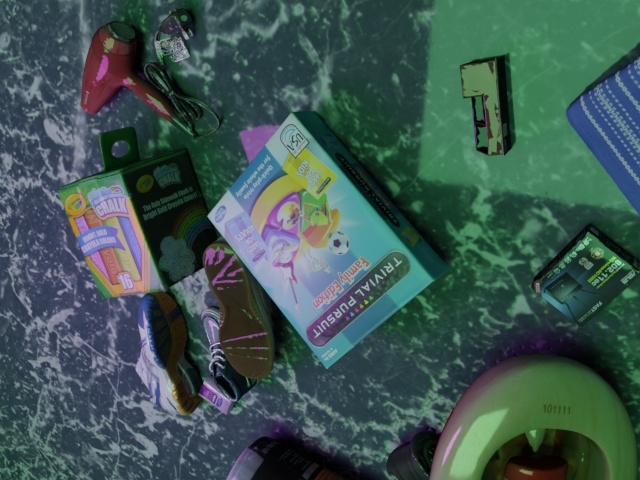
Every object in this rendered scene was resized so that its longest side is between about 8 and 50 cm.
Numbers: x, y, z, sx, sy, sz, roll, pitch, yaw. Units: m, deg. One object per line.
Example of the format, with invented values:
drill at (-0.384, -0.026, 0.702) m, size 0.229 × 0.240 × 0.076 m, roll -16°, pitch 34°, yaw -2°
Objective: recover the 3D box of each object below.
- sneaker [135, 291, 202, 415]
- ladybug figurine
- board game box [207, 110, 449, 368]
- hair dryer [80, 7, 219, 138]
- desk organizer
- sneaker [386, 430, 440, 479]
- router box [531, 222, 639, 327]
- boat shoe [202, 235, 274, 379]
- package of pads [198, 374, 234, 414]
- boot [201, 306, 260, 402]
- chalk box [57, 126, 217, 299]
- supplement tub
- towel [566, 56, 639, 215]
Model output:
sneaker at (-0.358, 0.248, 1.269) m, size 0.131 × 0.112 × 0.296 m, roll 0°, pitch 110°, yaw 29°
ladybug figurine at (0.305, 0.369, 0.895) m, size 0.305 × 0.162 × 0.449 m, roll 5°, pitch 104°, yaw -4°
board game box at (0.000, 0.000, 0.955) m, size 0.336 × 0.079 × 0.254 m, roll 51°, pitch 121°, yaw 11°
hair dryer at (-0.333, -0.279, 1.054) m, size 0.293 × 0.080 × 0.224 m, roll -1°, pitch 111°, yaw 29°
desk organizer at (0.229, -0.184, 0.811) m, size 0.050 × 0.047 × 0.130 m, roll 0°, pitch 110°, yaw 31°
sneaker at (0.233, 0.481, 1.066) m, size 0.286 × 0.109 × 0.130 m, roll 55°, pitch 134°, yaw 7°
router box at (0.377, 0.051, 0.833) m, size 0.092 × 0.038 × 0.122 m, roll 39°, pitch 123°, yaw 8°
boat shoe at (-0.139, 0.124, 1.110) m, size 0.109 × 0.098 × 0.302 m, roll -4°, pitch 114°, yaw 19°
package of pads at (-0.223, 0.338, 1.281) m, size 0.083 × 0.032 × 0.050 m, roll 32°, pitch 119°, yaw 13°
boot at (-0.196, 0.231, 1.189) m, size 0.069 × 0.086 × 0.190 m, roll -33°, pitch 93°, yaw 34°
chalk box at (-0.342, -0.061, 1.091) m, size 0.179 × 0.180 × 0.289 m, roll -10°, pitch 104°, yaw 31°
supplement tub at (-0.021, 0.554, 1.157) m, size 0.338 × 0.207 × 0.207 m, roll 23°, pitch 119°, yaw 20°
towel at (0.425, -0.108, 0.619) m, size 0.243 × 0.040 × 0.336 m, roll 53°, pitch 168°, yaw 2°
